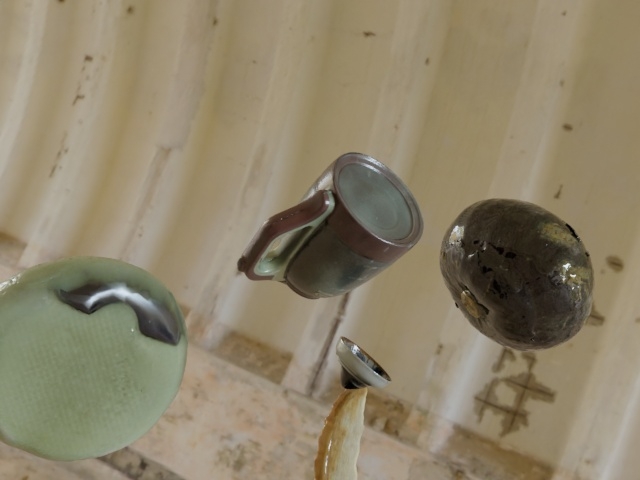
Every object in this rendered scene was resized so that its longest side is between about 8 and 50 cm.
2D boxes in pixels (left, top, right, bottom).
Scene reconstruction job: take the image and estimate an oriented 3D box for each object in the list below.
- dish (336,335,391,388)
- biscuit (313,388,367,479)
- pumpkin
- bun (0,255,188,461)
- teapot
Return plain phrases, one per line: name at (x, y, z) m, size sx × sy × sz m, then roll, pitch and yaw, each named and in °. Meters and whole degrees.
dish at (0.071, 0.273, 1.562) m, size 0.141 × 0.078 × 0.141 m, roll 41°, pitch 4°, yaw -3°
biscuit at (0.039, 0.463, 1.573) m, size 0.040 × 0.309 × 0.204 m, roll 2°, pitch -4°, yaw 26°
pumpkin at (0.541, 0.091, 2.078) m, size 0.454 × 0.344 × 0.454 m, roll 50°, pitch -16°, yaw 20°
bun at (-0.319, 0.139, 0.985) m, size 0.283 × 0.283 × 0.179 m, roll 31°, pitch 2°, yaw -35°
teapot at (0.000, 0.000, 1.535) m, size 0.315 × 0.233 × 0.312 m, roll 5°, pitch -38°, yaw -42°
